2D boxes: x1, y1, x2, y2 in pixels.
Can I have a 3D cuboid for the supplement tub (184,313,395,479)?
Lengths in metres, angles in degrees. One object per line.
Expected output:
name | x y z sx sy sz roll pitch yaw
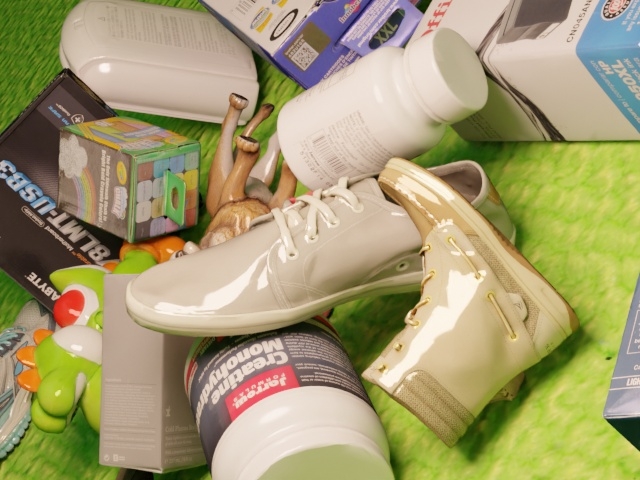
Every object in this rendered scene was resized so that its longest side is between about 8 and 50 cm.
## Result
supplement tub | -0.036 0.204 1.501 0.191 0.191 0.272 -43 32 9

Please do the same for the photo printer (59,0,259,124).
photo printer | -0.266 -0.295 2.222 0.256 0.308 0.107 -107 28 -55

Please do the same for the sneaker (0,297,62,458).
sneaker | -0.487 0.191 2.128 0.110 0.122 0.283 -21 41 36

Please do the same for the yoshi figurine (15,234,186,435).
yoshi figurine | -0.268 0.149 1.880 0.203 0.203 0.362 -6 32 19

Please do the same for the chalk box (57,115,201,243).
chalk box | -0.255 -0.084 1.954 0.213 0.132 0.132 22 116 36

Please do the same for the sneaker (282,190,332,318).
sneaker | -0.024 0.011 1.748 0.314 0.136 0.116 -48 31 1

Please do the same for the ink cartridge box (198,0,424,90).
ink cartridge box | -0.004 -0.374 1.996 0.270 0.151 0.395 -50 39 3

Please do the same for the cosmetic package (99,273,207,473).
cosmetic package | -0.198 0.159 1.699 0.107 0.127 0.237 2 89 29

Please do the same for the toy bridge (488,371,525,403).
toy bridge | 0.135 0.159 1.499 0.188 0.026 0.063 0 57 49

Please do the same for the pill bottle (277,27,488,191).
pill bottle | 0.072 -0.149 1.584 0.229 0.131 0.131 -26 38 36

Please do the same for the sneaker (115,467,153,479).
sneaker | -0.218 0.351 1.703 0.071 0.066 0.188 -12 50 21

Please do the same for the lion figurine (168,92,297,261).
lion figurine | -0.111 -0.047 1.924 0.392 0.142 0.240 -83 13 -71

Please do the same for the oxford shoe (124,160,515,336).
oxford shoe | 0.000 0.000 1.528 0.450 0.130 0.169 -13 32 -9

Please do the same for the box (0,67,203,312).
box | -0.384 -0.060 2.111 0.293 0.295 0.073 -44 17 4

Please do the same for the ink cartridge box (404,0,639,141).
ink cartridge box | 0.318 -0.272 1.611 0.395 0.166 0.285 4 58 53

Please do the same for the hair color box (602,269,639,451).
hair color box | 0.369 0.044 1.199 0.105 0.174 0.347 -11 48 44

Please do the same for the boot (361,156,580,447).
boot | 0.107 0.061 1.421 0.203 0.262 0.095 -44 -8 -1
